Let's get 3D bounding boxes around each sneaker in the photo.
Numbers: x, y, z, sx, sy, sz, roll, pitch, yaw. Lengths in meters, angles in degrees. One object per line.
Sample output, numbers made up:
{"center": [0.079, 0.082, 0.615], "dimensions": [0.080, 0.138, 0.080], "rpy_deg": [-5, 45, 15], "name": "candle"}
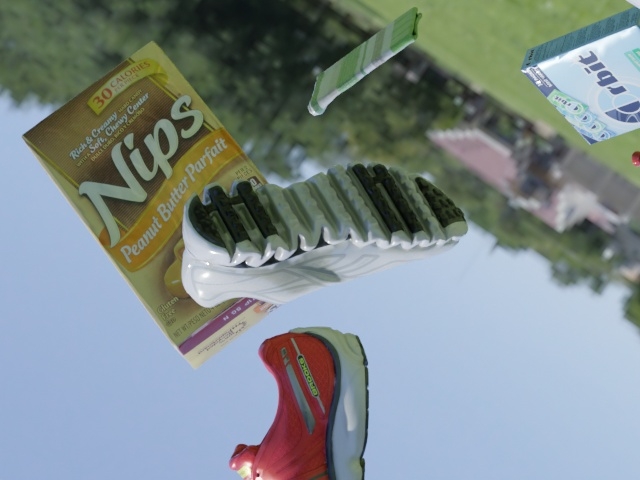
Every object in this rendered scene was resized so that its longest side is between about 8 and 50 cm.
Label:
{"center": [-0.021, 0.211, 1.506], "dimensions": [0.118, 0.279, 0.107], "rpy_deg": [3, -175, 1], "name": "sneaker"}
{"center": [0.000, 0.000, 1.665], "dimensions": [0.292, 0.118, 0.110], "rpy_deg": [-5, -134, -22], "name": "sneaker"}

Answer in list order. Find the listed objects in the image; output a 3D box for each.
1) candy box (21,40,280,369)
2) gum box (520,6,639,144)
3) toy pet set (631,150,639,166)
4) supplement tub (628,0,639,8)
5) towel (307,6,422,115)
{"center": [-0.158, -0.041, 1.860], "dimensions": [0.316, 0.183, 0.087], "rpy_deg": [51, 174, 23], "name": "candy box"}
{"center": [0.375, -0.207, 2.201], "dimensions": [0.184, 0.041, 0.157], "rpy_deg": [-18, 130, 43], "name": "gum box"}
{"center": [0.382, -0.098, 1.705], "dimensions": [0.122, 0.114, 0.065], "rpy_deg": [33, 159, -32], "name": "toy pet set"}
{"center": [0.292, -0.285, 1.320], "dimensions": [0.235, 0.235, 0.325], "rpy_deg": [33, -169, -7], "name": "supplement tub"}
{"center": [0.054, -0.206, 2.011], "dimensions": [0.023, 0.152, 0.113], "rpy_deg": [50, -159, -16], "name": "towel"}
